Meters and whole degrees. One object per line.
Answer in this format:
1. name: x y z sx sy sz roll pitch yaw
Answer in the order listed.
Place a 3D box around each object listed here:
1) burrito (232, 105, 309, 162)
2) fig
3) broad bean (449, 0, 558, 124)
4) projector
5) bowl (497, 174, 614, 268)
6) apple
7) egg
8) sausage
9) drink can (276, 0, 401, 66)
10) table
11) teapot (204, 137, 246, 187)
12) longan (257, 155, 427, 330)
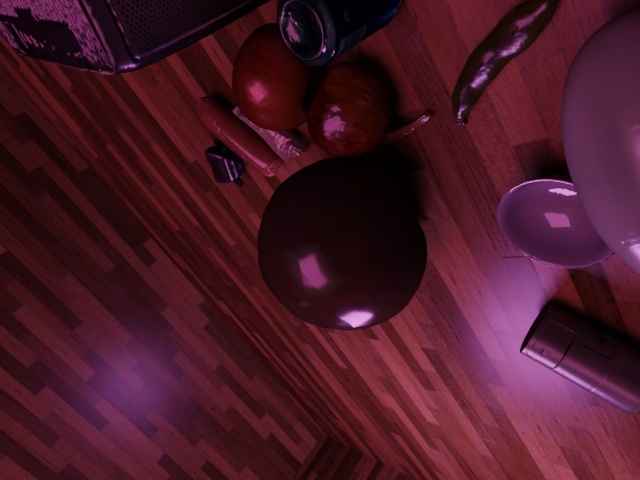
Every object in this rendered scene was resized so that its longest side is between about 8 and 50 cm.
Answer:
1. burrito: -0.128 -0.283 1.084 0.226 0.060 0.087 41 145 1
2. fig: 0.080 -0.231 0.827 0.207 0.175 0.175 28 152 -13
3. broad bean: 0.262 -0.274 0.653 0.065 0.046 0.254 34 151 2
4. projector: -0.336 -0.487 0.728 0.395 0.405 0.242 23 144 30
5. bowl: 0.412 -0.048 0.724 0.189 0.086 0.189 31 149 21
6. apple: -0.080 -0.321 0.860 0.162 0.201 0.201 25 148 5
7. egg: 0.429 -0.095 0.502 0.370 0.230 0.230 56 148 -10
8. sausage: -0.226 -0.287 1.169 0.289 0.086 0.086 42 150 3
9. drink can: 0.034 -0.359 0.655 0.118 0.205 0.118 31 146 24
10. table: 0.551 0.241 0.884 0.220 0.126 0.126 29 147 23
11. teapot: -0.274 -0.235 1.293 0.096 0.087 0.177 19 143 27
12. longan: 0.056 0.012 0.933 0.336 0.405 0.404 18 144 56
